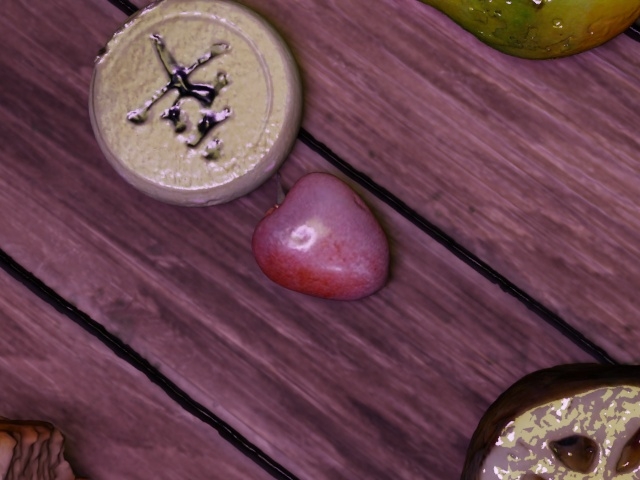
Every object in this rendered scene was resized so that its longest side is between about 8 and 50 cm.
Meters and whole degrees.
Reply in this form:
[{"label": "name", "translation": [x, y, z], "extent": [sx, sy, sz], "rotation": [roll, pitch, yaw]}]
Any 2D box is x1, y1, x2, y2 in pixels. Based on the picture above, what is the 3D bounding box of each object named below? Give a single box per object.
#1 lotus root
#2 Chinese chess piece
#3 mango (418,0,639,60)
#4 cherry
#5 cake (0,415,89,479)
[{"label": "lotus root", "translation": [0.229, 0.175, 1.520], "extent": [0.235, 0.119, 0.138], "rotation": [-5, 90, 5]}, {"label": "Chinese chess piece", "translation": [-0.109, -0.123, 1.592], "extent": [0.188, 0.083, 0.188], "rotation": [0, 83, 3]}, {"label": "mango", "translation": [0.165, -0.222, 1.566], "extent": [0.233, 0.111, 0.125], "rotation": [6, 81, 6]}, {"label": "cherry", "translation": [0.002, -0.004, 1.570], "extent": [0.126, 0.087, 0.106], "rotation": [17, 91, 9]}, {"label": "cake", "translation": [-0.371, 0.283, 1.477], "extent": [0.314, 0.293, 0.307], "rotation": [4, 90, 9]}]
